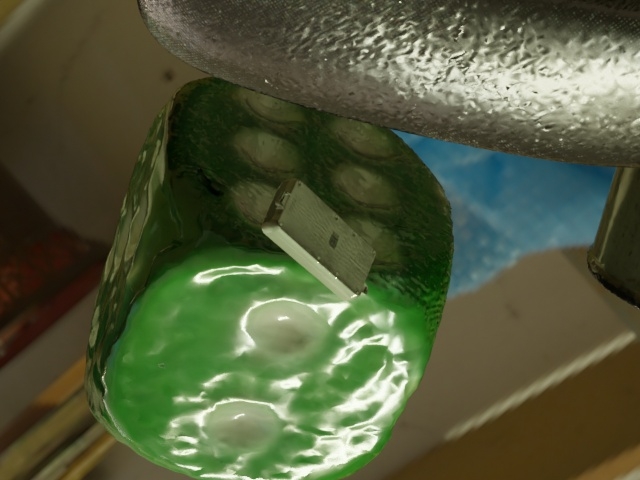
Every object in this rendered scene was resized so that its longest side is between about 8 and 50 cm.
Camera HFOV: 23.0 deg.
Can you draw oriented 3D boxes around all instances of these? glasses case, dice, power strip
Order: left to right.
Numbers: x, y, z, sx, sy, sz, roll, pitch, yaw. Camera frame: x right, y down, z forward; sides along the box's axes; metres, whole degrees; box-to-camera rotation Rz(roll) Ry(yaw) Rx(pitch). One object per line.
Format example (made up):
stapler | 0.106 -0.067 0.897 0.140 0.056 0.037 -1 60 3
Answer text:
dice | -0.055 0.040 1.489 0.297 0.287 0.300 -89 -161 -55
power strip | 0.000 0.000 0.980 0.016 0.090 0.040 -11 -134 45
glasses case | 0.065 -0.112 0.813 0.122 0.321 0.082 105 -3 -50

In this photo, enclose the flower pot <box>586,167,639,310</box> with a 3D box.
flower pot | 0.423 -0.093 1.417 0.293 0.294 0.330 -39 144 -66
